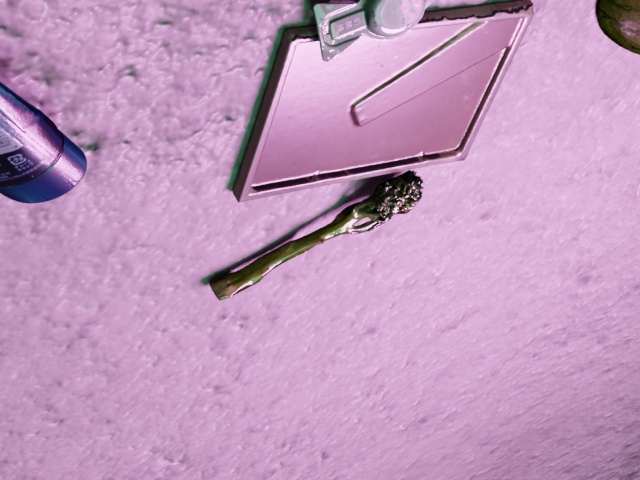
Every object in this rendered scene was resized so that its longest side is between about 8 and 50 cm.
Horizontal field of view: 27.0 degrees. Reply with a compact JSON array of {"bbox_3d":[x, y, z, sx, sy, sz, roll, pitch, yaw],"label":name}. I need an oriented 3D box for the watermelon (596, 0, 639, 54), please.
[{"bbox_3d":[0.330,-0.257,1.385,0.181,0.075,0.092,93,16,-55],"label":"watermelon"}]

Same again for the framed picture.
[{"bbox_3d":[0.063,-0.138,1.321,0.289,0.016,0.213,-12,143,-31],"label":"framed picture"}]

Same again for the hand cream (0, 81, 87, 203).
[{"bbox_3d":[-0.279,-0.100,0.996,0.120,0.061,0.270,-5,160,21],"label":"hand cream"}]

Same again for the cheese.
[{"bbox_3d":[0.050,-0.205,1.194,0.120,0.026,0.067,-25,128,-17],"label":"cheese"}]

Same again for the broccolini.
[{"bbox_3d":[0.003,0.004,1.425,0.254,0.057,0.071,-32,128,-6],"label":"broccolini"}]
